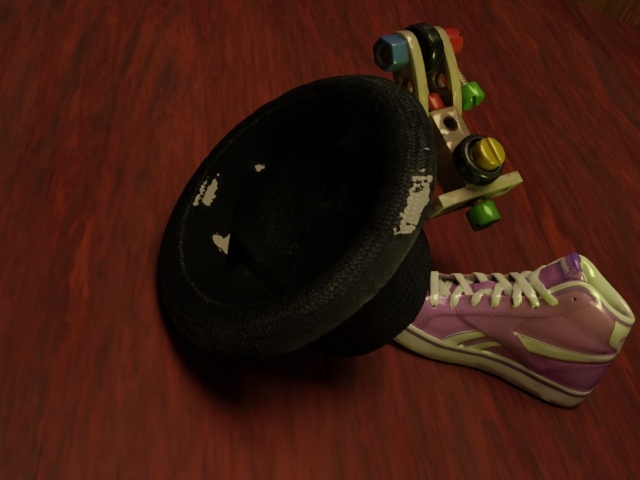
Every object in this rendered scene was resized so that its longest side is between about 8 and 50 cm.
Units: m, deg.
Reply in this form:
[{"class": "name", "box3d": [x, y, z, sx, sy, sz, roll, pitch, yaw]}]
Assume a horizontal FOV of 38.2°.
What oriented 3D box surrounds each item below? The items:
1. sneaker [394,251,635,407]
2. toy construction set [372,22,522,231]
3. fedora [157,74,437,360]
[{"class": "sneaker", "box3d": [0.188, 0.055, 0.962, 0.282, 0.161, 0.102, 20, 34, -9]}, {"class": "toy construction set", "box3d": [0.138, -0.097, 1.132, 0.308, 0.257, 0.237, -8, 62, -57]}, {"class": "fedora", "box3d": [0.000, 0.000, 0.875, 0.152, 0.334, 0.334, 48, 18, -36]}]
